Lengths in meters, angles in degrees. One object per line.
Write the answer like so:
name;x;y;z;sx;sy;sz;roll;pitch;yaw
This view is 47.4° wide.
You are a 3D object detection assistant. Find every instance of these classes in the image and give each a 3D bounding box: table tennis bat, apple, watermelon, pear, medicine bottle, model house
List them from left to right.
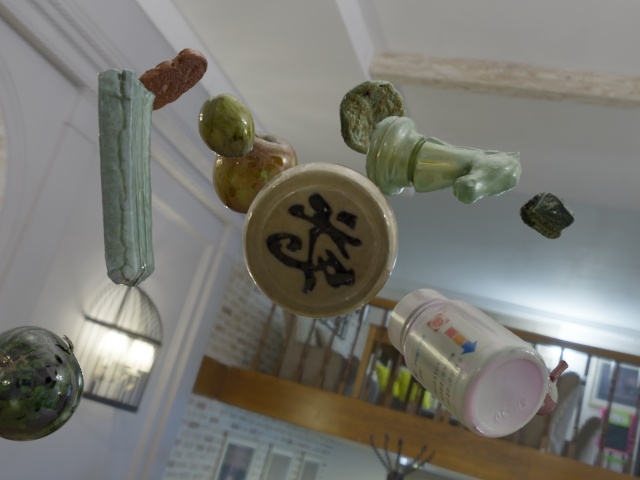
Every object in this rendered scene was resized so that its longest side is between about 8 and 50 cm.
watermelon;-0.678;0.335;1.692;0.268;0.269;0.269;16;-15;5
pear;-0.181;-0.218;1.404;0.107;0.107;0.132;6;-61;35
apple;-0.175;-0.178;1.913;0.236;0.208;0.237;16;21;-6
medicine bottle;0.241;0.198;1.266;0.170;0.170;0.293;26;7;-30
table tennis bat;0.477;0.304;1.548;0.098;0.154;0.019;54;-31;4
model house;0.360;-0.042;1.156;0.078;0.066;0.083;40;8;12

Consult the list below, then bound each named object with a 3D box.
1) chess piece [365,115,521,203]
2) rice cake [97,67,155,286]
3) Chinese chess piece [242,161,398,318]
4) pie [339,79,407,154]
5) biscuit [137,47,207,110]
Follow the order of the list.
chess piece;0.256;-0.149;1.492;0.298;0.176;0.176;15;-15;24
rice cake;-0.197;-0.058;0.752;0.038;0.211;0.124;-1;-2;-2
Chinese chess piece;0.000;0.000;1.197;0.257;0.257;0.104;16;7;5
pie;0.124;-0.294;1.746;0.186;0.187;0.041;27;5;-31
biscuit;-0.228;-0.241;1.096;0.019;0.130;0.102;55;0;13
